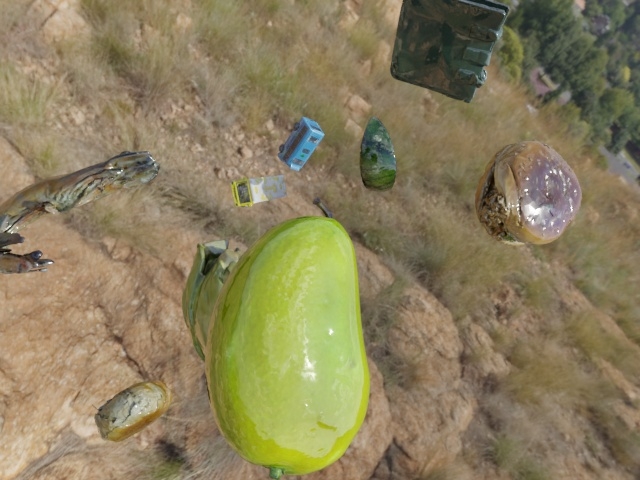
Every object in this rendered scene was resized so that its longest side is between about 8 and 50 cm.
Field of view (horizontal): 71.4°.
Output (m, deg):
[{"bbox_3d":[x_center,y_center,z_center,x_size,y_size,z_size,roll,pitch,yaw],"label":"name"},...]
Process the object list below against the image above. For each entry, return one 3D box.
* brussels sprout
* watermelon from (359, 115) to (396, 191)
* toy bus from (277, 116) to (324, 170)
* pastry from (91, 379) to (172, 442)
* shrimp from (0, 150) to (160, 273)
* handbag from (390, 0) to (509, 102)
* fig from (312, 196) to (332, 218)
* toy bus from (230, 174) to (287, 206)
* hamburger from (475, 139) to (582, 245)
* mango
[{"bbox_3d":[-0.240,0.224,1.350,0.342,0.361,0.425,16,11,-47],"label":"brussels sprout"},{"bbox_3d":[0.135,-0.167,0.966,0.075,0.182,0.092,11,44,23],"label":"watermelon"},{"bbox_3d":[-0.033,-0.160,0.745,0.038,0.083,0.046,11,37,-44],"label":"toy bus"},{"bbox_3d":[-0.372,0.340,0.892,0.153,0.153,0.081,-11,54,-42],"label":"pastry"},{"bbox_3d":[-0.281,-0.034,0.485,0.152,0.219,0.046,-112,180,-50],"label":"shrimp"},{"bbox_3d":[0.325,-0.511,1.153,0.260,0.248,0.079,24,54,12],"label":"handbag"},{"bbox_3d":[-0.001,0.001,1.361,0.203,0.250,0.186,29,13,0],"label":"fig"},{"bbox_3d":[-0.174,-0.143,1.282,0.226,0.074,0.081,-24,107,-68],"label":"toy bus"},{"bbox_3d":[0.471,-0.108,1.025,0.285,0.146,0.243,-6,92,-25],"label":"hamburger"},{"bbox_3d":[-0.036,0.113,0.485,0.185,0.149,0.273,-10,96,-36],"label":"mango"}]
